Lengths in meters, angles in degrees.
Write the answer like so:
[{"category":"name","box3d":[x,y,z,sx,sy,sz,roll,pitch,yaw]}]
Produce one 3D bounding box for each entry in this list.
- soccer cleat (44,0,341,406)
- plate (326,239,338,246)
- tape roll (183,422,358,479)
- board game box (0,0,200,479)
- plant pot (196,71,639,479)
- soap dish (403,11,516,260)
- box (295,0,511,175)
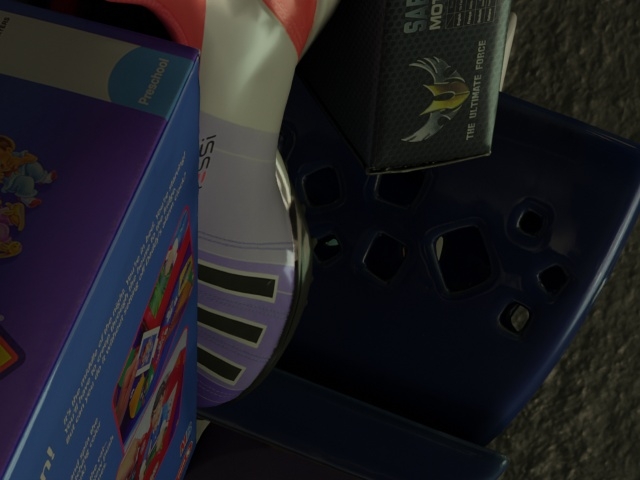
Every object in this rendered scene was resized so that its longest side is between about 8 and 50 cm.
[{"category":"soccer cleat","box3d":[-0.065,-0.026,0.641,0.116,0.108,0.318,-40,157,-34]},{"category":"plate","box3d":[0.000,0.000,1.433,0.188,0.024,0.188,16,90,-84]},{"category":"tape roll","box3d":[-0.007,0.193,1.101,0.080,0.189,0.189,-62,165,-60]},{"category":"board game box","box3d":[-0.126,0.132,0.489,0.233,0.078,0.347,96,11,-52]},{"category":"plant pot","box3d":[0.034,0.026,0.944,0.236,0.236,0.212,59,52,-81]},{"category":"soap dish","box3d":[0.103,-0.094,1.661,0.229,0.118,0.291,-58,162,-67]},{"category":"box","box3d":[0.016,-0.170,0.633,0.183,0.059,0.233,-122,-152,-47]}]
